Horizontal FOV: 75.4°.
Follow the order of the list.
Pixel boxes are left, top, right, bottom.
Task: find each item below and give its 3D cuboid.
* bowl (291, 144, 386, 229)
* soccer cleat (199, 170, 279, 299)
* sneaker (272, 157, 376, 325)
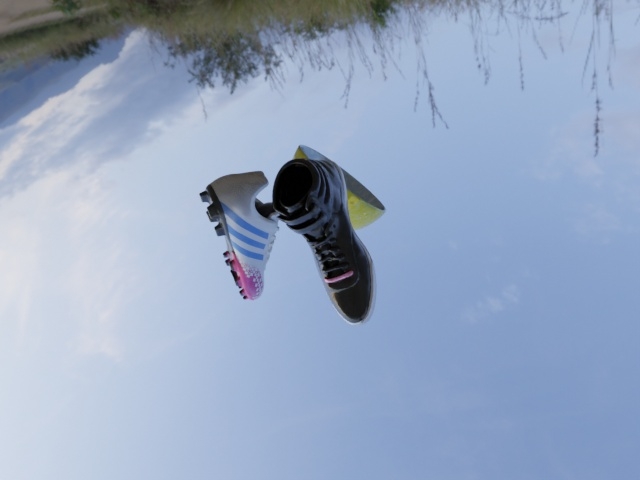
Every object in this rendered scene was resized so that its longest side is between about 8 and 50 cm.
[{"bbox_3d":[0.018,-0.110,1.120,0.156,0.289,0.289,-53,-143,16],"label":"bowl"},{"bbox_3d":[-0.136,0.002,0.863,0.143,0.331,0.116,-23,-131,-15],"label":"soccer cleat"},{"bbox_3d":[0.000,0.000,0.667,0.104,0.147,0.296,-19,-100,29],"label":"sneaker"}]
